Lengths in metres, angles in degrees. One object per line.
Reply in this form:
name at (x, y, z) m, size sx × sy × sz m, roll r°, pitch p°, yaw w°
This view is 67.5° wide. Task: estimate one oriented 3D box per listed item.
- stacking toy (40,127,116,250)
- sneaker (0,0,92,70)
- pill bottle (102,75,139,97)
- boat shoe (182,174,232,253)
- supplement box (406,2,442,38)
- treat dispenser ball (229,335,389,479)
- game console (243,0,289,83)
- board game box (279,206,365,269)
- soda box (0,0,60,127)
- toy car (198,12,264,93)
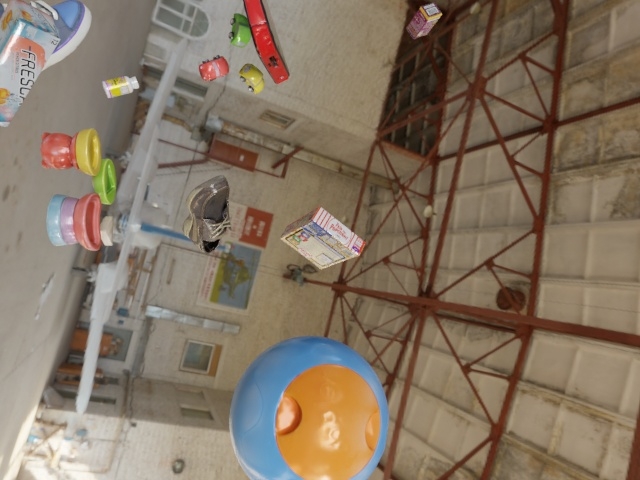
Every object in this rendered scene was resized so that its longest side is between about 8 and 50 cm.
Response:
stacking toy at (-0.655, -0.122, 1.290) m, size 0.279 × 0.130 × 0.310 m, roll 134°, pitch -44°, yaw -77°
sneaker at (-0.723, -0.528, 1.123) m, size 0.323 × 0.130 × 0.236 m, roll -48°, pitch 157°, yaw -14°
pill bottle at (-0.521, -0.403, 1.251) m, size 0.043 × 0.083 × 0.044 m, roll 50°, pitch -27°, yaw 37°
boat shoe at (-0.315, -0.069, 1.421) m, size 0.132 × 0.130 × 0.355 m, roll -35°, pitch 172°, yaw -28°
supplement box at (0.284, -0.602, 1.314) m, size 0.043 × 0.054 × 0.083 m, roll 58°, pitch -27°, yaw 5°
treat dispenser ball at (-0.020, 0.320, 0.873) m, size 0.288 × 0.287 × 0.289 m, roll -164°, pitch -90°, yaw -70°
game console at (-0.179, -0.660, 1.391) m, size 0.386 × 0.060 × 0.343 m, roll -54°, pitch 126°, yaw -85°
board game box at (0.000, 0.000, 1.201) m, size 0.193 × 0.146 × 0.045 m, roll -24°, pitch -149°, yaw 59°
soda box at (-0.463, -0.260, 0.714) m, size 0.183 × 0.058 × 0.063 m, roll -43°, pitch -119°, yaw 22°
toy car at (-0.252, -0.586, 1.482) m, size 0.053 × 0.238 × 0.225 m, roll 16°, pitch -79°, yaw 44°
